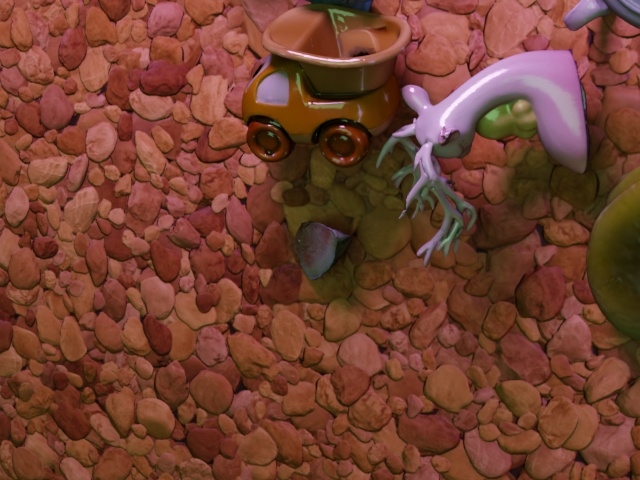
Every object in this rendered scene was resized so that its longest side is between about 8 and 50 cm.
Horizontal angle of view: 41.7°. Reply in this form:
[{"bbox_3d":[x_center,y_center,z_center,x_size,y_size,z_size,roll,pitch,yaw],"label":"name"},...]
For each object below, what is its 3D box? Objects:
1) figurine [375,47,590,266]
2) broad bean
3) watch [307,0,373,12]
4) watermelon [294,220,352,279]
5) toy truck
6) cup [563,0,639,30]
[{"bbox_3d":[0.244,-0.129,1.311,0.315,0.206,0.284,-7,133,4],"label":"figurine"},{"bbox_3d":[0.528,0.020,1.275,0.237,0.119,0.291,8,104,21],"label":"broad bean"},{"bbox_3d":[0.021,-0.489,1.374,0.210,0.211,0.193,11,90,21],"label":"watch"},{"bbox_3d":[0.007,0.006,1.510,0.094,0.081,0.180,50,152,-13],"label":"watermelon"},{"bbox_3d":[0.008,-0.253,1.373,0.287,0.204,0.212,8,129,19],"label":"toy truck"},{"bbox_3d":[0.465,-0.390,1.118,0.259,0.274,0.356,53,138,-1],"label":"cup"}]
